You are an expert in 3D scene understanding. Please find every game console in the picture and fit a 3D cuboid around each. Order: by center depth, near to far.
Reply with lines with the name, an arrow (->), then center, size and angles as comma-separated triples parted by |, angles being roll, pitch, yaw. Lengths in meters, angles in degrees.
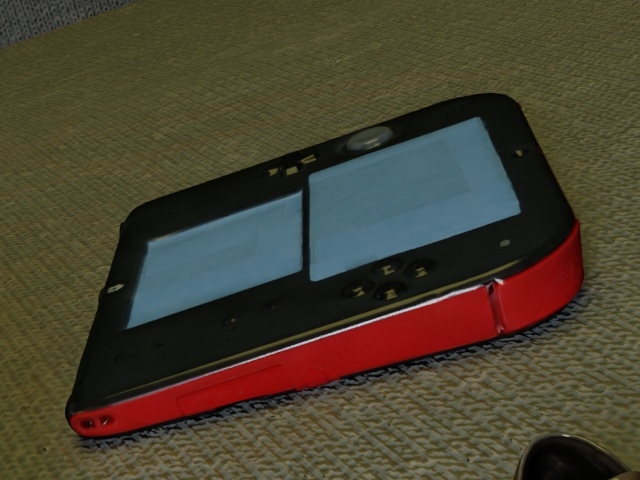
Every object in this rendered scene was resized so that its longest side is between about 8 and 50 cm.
game console -> 0.000, 0.000, 1.091 | 0.342, 0.060, 0.386 | -14, 20, 5

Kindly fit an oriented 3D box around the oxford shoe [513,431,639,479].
oxford shoe -> 0.115, 0.144, 0.571 | 0.082, 0.096, 0.227 | -15, 22, -9
